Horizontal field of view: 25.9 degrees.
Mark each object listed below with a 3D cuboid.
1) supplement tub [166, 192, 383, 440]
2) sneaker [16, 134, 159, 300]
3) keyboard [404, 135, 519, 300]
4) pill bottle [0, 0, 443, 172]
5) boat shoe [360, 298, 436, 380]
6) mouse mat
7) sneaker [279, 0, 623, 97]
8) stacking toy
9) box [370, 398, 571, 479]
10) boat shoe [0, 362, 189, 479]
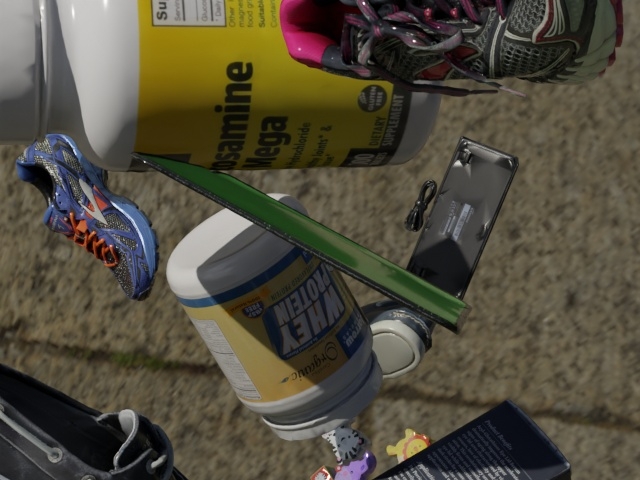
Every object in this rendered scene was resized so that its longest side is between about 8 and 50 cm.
[{"bbox_3d":[-0.039,0.072,1.301,0.144,0.144,0.200,-43,116,-30],"label":"supplement tub"},{"bbox_3d":[-0.248,-0.021,1.478,0.087,0.083,0.221,-24,67,-35],"label":"sneaker"},{"bbox_3d":[0.147,-0.025,1.560,0.108,0.023,0.180,25,95,32],"label":"keyboard"},{"bbox_3d":[-0.088,-0.146,1.068,0.333,0.188,0.188,-2,69,-15],"label":"pill bottle"},{"bbox_3d":[0.045,0.119,1.625,0.095,0.254,0.079,46,54,-9],"label":"boat shoe"},{"bbox_3d":[0.000,0.000,0.638,0.152,0.189,0.007,29,93,7],"label":"mouse mat"},{"bbox_3d":[0.075,-0.136,0.825,0.112,0.299,0.121,-13,93,-22],"label":"sneaker"},{"bbox_3d":[0.009,0.278,1.526,0.167,0.221,0.052,24,27,-55],"label":"stacking toy"},{"bbox_3d":[0.141,0.281,1.375,0.207,0.153,0.108,-28,45,-15],"label":"box"},{"bbox_3d":[-0.163,0.184,1.105,0.301,0.102,0.108,32,17,-21],"label":"boat shoe"}]
